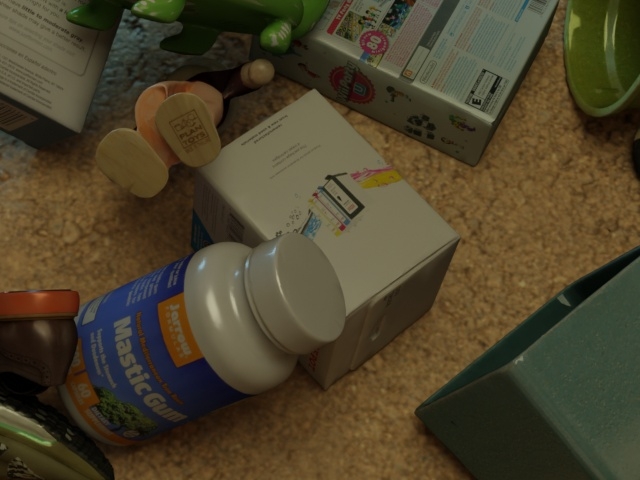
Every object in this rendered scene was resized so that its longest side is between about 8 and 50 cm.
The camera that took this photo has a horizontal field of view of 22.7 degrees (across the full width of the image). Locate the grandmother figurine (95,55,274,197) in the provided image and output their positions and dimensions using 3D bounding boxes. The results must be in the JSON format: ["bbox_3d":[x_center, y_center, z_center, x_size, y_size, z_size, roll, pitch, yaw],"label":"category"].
[{"bbox_3d":[-0.141,-0.138,1.690,0.207,0.342,0.104,-22,103,5],"label":"grandmother figurine"}]

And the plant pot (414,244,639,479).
[{"bbox_3d":[0.295,0.179,1.589,0.247,0.248,0.252,-37,88,-24],"label":"plant pot"}]

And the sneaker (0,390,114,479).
[{"bbox_3d":[-0.407,0.211,1.559,0.410,0.158,0.182,16,90,-1],"label":"sneaker"}]

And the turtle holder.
[{"bbox_3d":[-0.101,-0.318,1.694,0.320,0.243,0.227,9,88,-14],"label":"turtle holder"}]

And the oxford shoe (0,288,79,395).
[{"bbox_3d":[-0.313,0.104,1.556,0.097,0.271,0.098,-1,85,-28],"label":"oxford shoe"}]

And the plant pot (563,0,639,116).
[{"bbox_3d":[0.459,-0.260,1.870,0.254,0.276,0.276,9,58,-16],"label":"plant pot"}]

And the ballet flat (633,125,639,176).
[{"bbox_3d":[0.406,-0.066,1.849,0.057,0.049,0.173,-6,61,-12],"label":"ballet flat"}]

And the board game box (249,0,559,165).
[{"bbox_3d":[0.101,-0.255,1.895,0.303,0.097,0.224,27,60,8],"label":"board game box"}]

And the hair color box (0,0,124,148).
[{"bbox_3d":[-0.312,-0.313,1.781,0.185,0.113,0.374,28,68,-30],"label":"hair color box"}]

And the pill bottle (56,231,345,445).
[{"bbox_3d":[-0.116,0.091,1.550,0.272,0.152,0.152,-25,55,29],"label":"pill bottle"}]

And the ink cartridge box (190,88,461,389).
[{"bbox_3d":[0.000,0.000,1.687,0.168,0.171,0.233,-35,70,-24],"label":"ink cartridge box"}]
